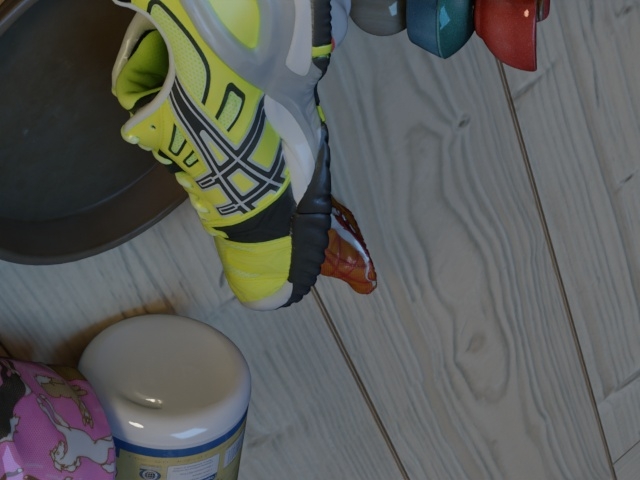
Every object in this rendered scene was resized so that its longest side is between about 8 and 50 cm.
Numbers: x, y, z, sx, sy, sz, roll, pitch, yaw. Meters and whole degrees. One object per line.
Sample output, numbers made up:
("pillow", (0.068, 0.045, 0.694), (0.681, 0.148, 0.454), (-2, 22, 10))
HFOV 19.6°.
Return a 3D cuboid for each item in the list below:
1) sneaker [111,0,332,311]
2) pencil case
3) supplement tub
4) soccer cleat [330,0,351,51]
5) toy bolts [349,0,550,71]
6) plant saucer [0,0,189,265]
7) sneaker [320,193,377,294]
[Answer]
("sneaker", (-0.074, -0.095, 1.320), (0.147, 0.145, 0.385), (-12, 136, -9))
("pencil case", (-0.326, 0.160, 1.338), (0.160, 0.167, 0.386), (-23, 159, 33))
("supplement tub", (-0.139, 0.177, 1.562), (0.144, 0.144, 0.200), (-21, 139, -32))
("soccer cleat", (-0.023, -0.222, 1.356), (0.196, 0.068, 0.076), (68, 28, -44))
("toy bolts", (0.097, -0.256, 1.424), (0.218, 0.158, 0.228), (-69, 160, -51))
("plant saucer", (-0.162, -0.103, 1.342), (0.278, 0.041, 0.278), (-29, 143, -24))
("sneaker", (0.000, 0.000, 1.619), (0.067, 0.064, 0.175), (-29, 142, 10))
